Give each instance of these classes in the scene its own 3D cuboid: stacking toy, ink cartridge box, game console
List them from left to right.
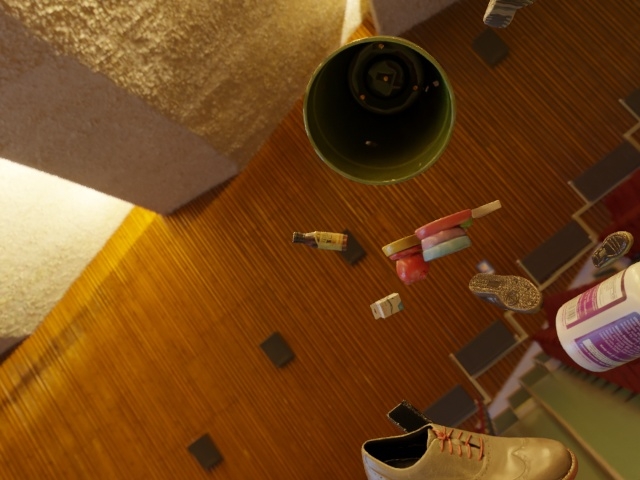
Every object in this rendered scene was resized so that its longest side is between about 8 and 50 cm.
[{"bbox_3d":[0.190,0.189,1.714,0.083,0.048,0.028,-24,7,-16],"label":"ink cartridge box"},{"bbox_3d":[0.271,0.526,1.740,0.071,0.122,0.107,-53,-42,-5],"label":"game console"},{"bbox_3d":[0.357,0.014,1.680,0.280,0.130,0.309,-18,-7,-23],"label":"stacking toy"}]

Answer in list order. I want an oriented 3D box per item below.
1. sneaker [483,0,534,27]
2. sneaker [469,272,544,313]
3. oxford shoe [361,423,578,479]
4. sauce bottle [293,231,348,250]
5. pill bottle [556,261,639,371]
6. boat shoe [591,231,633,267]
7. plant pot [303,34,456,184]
[{"bbox_3d":[0.525,-0.696,1.649,0.281,0.105,0.115,156,126,-80],"label":"sneaker"},{"bbox_3d":[0.381,0.109,1.195,0.066,0.071,0.188,-58,27,-4],"label":"sneaker"},{"bbox_3d":[0.231,0.365,0.983,0.349,0.130,0.123,-17,22,19],"label":"oxford shoe"},{"bbox_3d":[0.000,0.000,1.412,0.128,0.042,0.042,4,-16,2],"label":"sauce bottle"},{"bbox_3d":[0.648,0.145,1.230,0.169,0.169,0.301,-27,-14,-37],"label":"pill bottle"},{"bbox_3d":[0.863,0.021,1.747,0.072,0.068,0.190,-8,-20,-6],"label":"boat shoe"},{"bbox_3d":[0.166,-0.387,1.589,0.366,0.367,0.353,-45,14,29],"label":"plant pot"}]
